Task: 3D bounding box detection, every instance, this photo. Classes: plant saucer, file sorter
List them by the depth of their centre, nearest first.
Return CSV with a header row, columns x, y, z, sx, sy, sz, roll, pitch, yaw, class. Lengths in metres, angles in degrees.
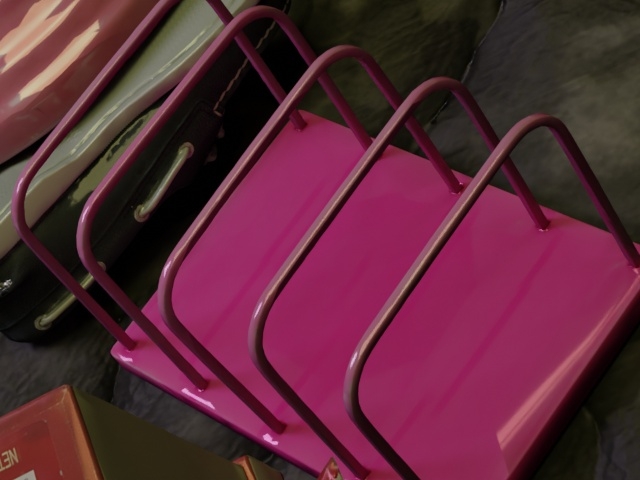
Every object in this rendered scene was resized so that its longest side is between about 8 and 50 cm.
x,y,z,sx,sy,sz,roll,pitch,yaw,class
0.000,0.000,1.097,0.290,0.182,0.202,25,71,39,file sorter
-0.224,-0.174,1.362,0.332,0.084,0.332,-28,33,20,plant saucer

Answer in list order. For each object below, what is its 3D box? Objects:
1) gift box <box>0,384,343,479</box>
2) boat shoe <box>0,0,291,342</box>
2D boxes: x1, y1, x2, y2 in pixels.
x,y,z,sx,sy,sz,roll,pitch,yaw,class
-0.110,0.215,0.939,0.255,0.258,0.276,-24,63,15,gift box
-0.121,-0.064,1.278,0.302,0.091,0.114,-44,30,-4,boat shoe
